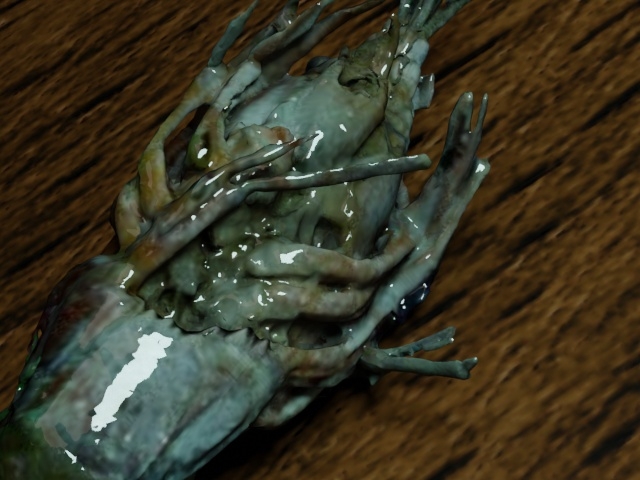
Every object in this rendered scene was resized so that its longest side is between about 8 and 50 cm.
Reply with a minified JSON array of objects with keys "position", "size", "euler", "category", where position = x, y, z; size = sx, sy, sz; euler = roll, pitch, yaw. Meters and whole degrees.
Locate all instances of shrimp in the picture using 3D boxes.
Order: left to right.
[{"position":[-0.001,0.002,0.737],"size":[0.172,0.137,0.372],"euler":[37,76,6],"category":"shrimp"}]
